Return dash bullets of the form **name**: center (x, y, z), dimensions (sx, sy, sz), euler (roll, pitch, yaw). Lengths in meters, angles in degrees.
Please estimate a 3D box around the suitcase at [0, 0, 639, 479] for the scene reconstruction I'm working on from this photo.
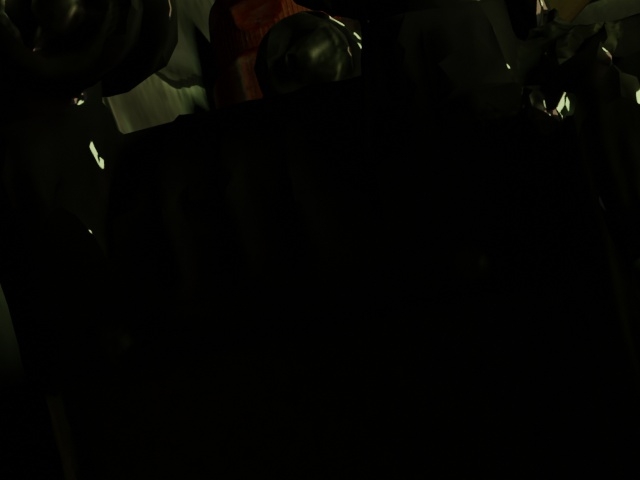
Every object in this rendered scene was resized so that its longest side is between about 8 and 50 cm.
- **suitcase**: center (0.071, 0.131, 0.478), dimensions (0.283, 0.194, 0.433), euler (-6, 84, -76)

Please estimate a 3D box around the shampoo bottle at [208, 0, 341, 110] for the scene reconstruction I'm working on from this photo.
- **shampoo bottle**: center (0.000, 0.000, 0.776), dimensions (0.102, 0.064, 0.260), euler (50, 21, -50)

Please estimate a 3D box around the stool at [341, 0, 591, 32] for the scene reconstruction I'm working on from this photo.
- **stool**: center (0.124, -0.069, 1.020), dimensions (0.272, 0.178, 0.272), euler (44, 22, -23)

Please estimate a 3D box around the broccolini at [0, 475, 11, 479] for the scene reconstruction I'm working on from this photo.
- **broccolini**: center (-0.040, 0.067, 0.538), dimensions (0.071, 0.057, 0.254), euler (27, 1, 14)
